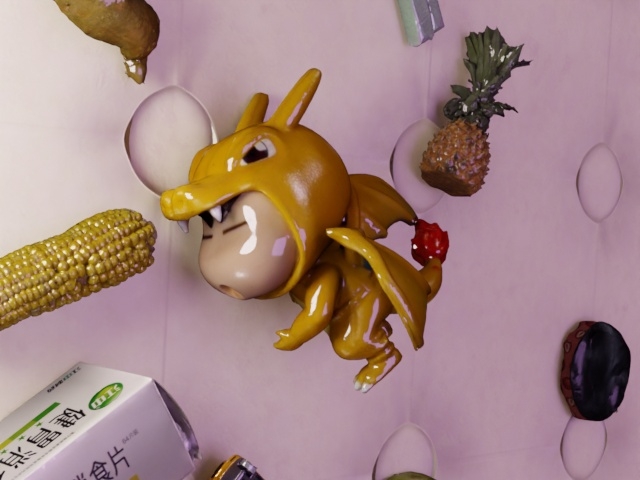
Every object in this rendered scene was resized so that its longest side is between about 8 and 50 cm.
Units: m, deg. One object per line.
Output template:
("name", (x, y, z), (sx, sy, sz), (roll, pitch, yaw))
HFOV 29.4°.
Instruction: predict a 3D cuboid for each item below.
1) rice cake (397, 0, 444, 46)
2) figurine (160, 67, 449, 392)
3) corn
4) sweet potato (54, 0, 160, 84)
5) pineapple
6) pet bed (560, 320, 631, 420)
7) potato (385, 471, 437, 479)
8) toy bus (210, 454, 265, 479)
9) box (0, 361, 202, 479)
("rice cake", (0.146, -0.422, 1.924), (0.080, 0.042, 0.222), (-30, 112, -42))
("figurine", (-0.003, -0.009, 1.688), (0.387, 0.268, 0.401), (51, 25, -14))
("corn", (-0.330, 0.041, 1.491), (0.320, 0.097, 0.097), (-26, 110, -36))
("sweet potato", (-0.284, -0.325, 1.501), (0.310, 0.098, 0.124), (65, 33, -22))
("pineapple", (0.251, -0.210, 1.994), (0.119, 0.130, 0.277), (27, 76, -10))
("pet bed", (0.523, 0.249, 2.313), (0.201, 0.053, 0.201), (-3, 94, -42))
("potato", (0.197, 0.481, 1.995), (0.271, 0.111, 0.160), (40, 69, -36))
("toy bus", (-0.105, 0.366, 1.731), (0.069, 0.074, 0.162), (-51, 127, -18))
("box", (-0.326, 0.294, 1.455), (0.333, 0.173, 0.145), (-38, 118, -34))
